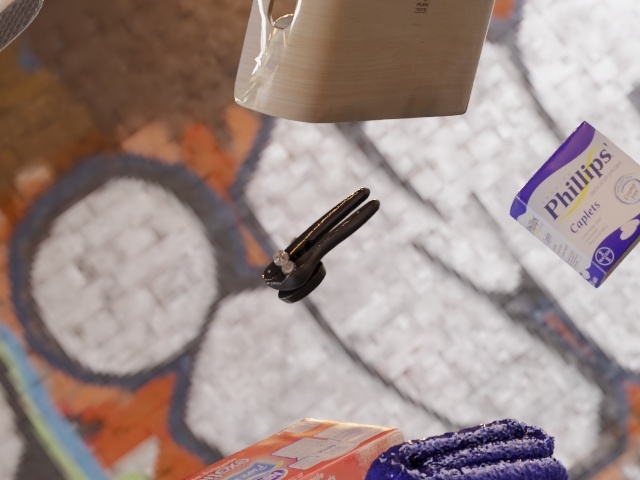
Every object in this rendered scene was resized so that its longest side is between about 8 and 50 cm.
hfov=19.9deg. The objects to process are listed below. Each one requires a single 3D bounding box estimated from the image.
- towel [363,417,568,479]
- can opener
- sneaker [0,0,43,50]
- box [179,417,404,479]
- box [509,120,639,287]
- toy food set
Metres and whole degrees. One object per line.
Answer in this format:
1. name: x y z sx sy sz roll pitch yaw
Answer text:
1. towel: 0.078 0.296 1.426 0.227 0.076 0.308 -6 -60 -52
2. can opener: 0.000 0.000 2.378 0.186 0.059 0.073 -47 -26 2
3. sneaker: -0.471 -0.216 2.077 0.321 0.127 0.126 -45 -10 -22
4. box: -0.051 0.305 1.911 0.154 0.142 0.300 -1 16 46
5. box: 0.307 -0.041 2.074 0.126 0.137 0.072 -47 -12 -10
6. toy food set: 0.055 -0.223 1.601 0.306 0.092 0.220 -9 -62 -52
